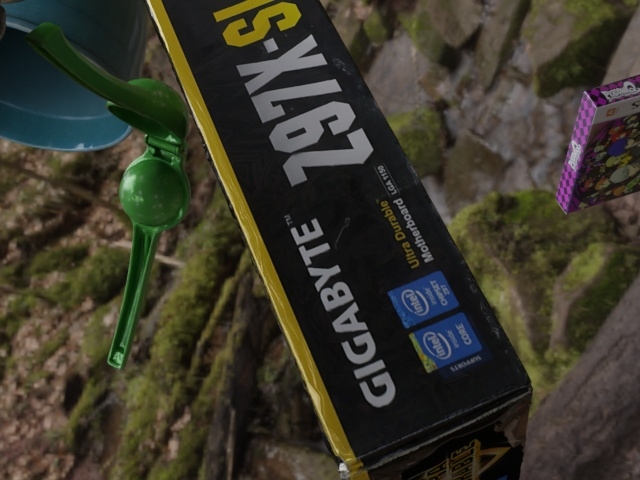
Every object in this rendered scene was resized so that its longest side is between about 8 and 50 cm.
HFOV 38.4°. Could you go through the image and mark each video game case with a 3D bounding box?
[{"bbox_3d":[0.462,-0.151,1.340,0.232,0.210,0.042,88,163,-53],"label":"video game case"}]

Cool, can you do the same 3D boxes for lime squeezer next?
[{"bbox_3d":[-0.124,-0.036,0.623,0.310,0.059,0.110,94,-173,-49],"label":"lime squeezer"}]

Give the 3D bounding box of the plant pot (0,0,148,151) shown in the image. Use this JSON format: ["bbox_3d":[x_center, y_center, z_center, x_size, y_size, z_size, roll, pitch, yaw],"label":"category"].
[{"bbox_3d":[-0.321,-0.282,1.083,0.271,0.271,0.255,-29,45,56],"label":"plant pot"}]

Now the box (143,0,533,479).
[{"bbox_3d":[0.000,0.000,0.484,0.257,0.079,0.322,76,170,-60],"label":"box"}]

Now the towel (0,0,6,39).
[{"bbox_3d":[-0.311,-0.068,0.430,0.121,0.283,0.235,93,-168,-59],"label":"towel"}]

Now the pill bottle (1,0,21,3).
[{"bbox_3d":[-0.178,-0.261,0.670,0.229,0.131,0.131,-6,73,34],"label":"pill bottle"}]
